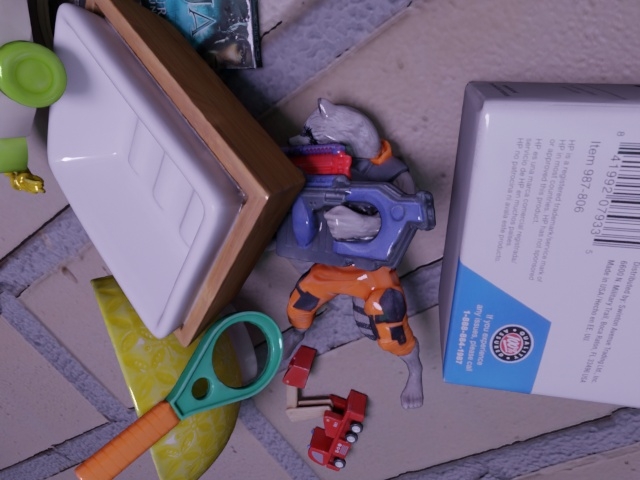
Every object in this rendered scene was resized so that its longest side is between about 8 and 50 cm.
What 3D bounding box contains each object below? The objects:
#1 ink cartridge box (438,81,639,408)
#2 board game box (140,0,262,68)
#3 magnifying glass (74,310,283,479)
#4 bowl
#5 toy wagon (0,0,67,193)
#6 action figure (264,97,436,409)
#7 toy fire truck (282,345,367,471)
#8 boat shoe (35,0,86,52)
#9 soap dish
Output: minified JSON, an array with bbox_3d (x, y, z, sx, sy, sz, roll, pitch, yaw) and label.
[{"bbox_3d":[0.331,0.005,0.433,0.396,0.166,0.285,5,117,10],"label":"ink cartridge box"},{"bbox_3d":[-0.130,-0.279,0.471,0.126,0.026,0.186,4,116,10],"label":"board game box"},{"bbox_3d":[-0.129,0.156,0.457,0.026,0.231,0.092,-7,114,54],"label":"magnifying glass"},{"bbox_3d":[-0.179,0.161,0.601,0.156,0.290,0.289,-20,117,-27],"label":"bowl"},{"bbox_3d":[-0.345,-0.206,0.453,0.267,0.068,0.343,27,122,35],"label":"toy wagon"},{"bbox_3d":[0.000,0.000,0.540,0.342,0.179,0.329,17,115,37],"label":"action figure"},{"bbox_3d":[-0.003,0.263,0.692,0.136,0.047,0.191,19,118,3],"label":"toy fire truck"},{"bbox_3d":[-0.241,-0.270,0.469,0.074,0.080,0.223,11,112,12],"label":"boat shoe"},{"bbox_3d":[-0.158,-0.071,0.455,0.290,0.118,0.228,51,132,19],"label":"soap dish"}]
